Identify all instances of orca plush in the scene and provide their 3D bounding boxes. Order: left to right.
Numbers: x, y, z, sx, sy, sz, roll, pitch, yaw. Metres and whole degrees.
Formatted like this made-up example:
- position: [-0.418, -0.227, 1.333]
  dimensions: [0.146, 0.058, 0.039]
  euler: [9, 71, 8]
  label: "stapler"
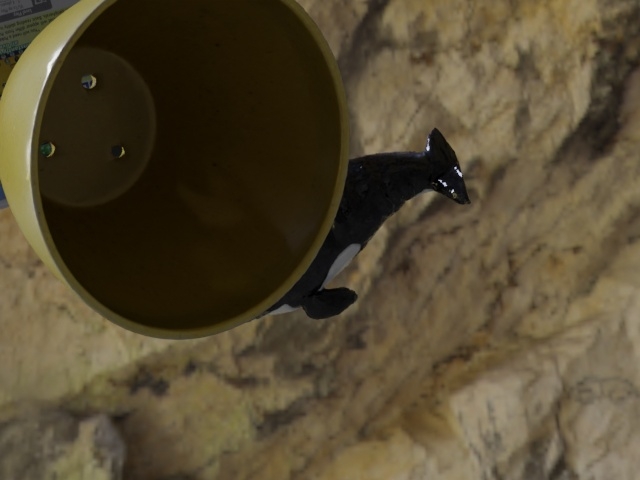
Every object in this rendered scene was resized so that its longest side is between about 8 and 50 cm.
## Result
- position: [0.000, 0.000, 1.205]
  dimensions: [0.287, 0.151, 0.102]
  euler: [-17, 2, 16]
  label: "orca plush"

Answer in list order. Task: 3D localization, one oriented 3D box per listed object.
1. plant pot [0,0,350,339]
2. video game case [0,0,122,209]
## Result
- position: [-0.070, -0.038, 0.495]
  dimensions: [0.134, 0.134, 0.095]
  euler: [30, -9, -38]
  label: "plant pot"
- position: [-0.278, -0.171, 1.110]
  dimensions: [0.329, 0.036, 0.300]
  euler: [-18, -58, -11]
  label: "video game case"
